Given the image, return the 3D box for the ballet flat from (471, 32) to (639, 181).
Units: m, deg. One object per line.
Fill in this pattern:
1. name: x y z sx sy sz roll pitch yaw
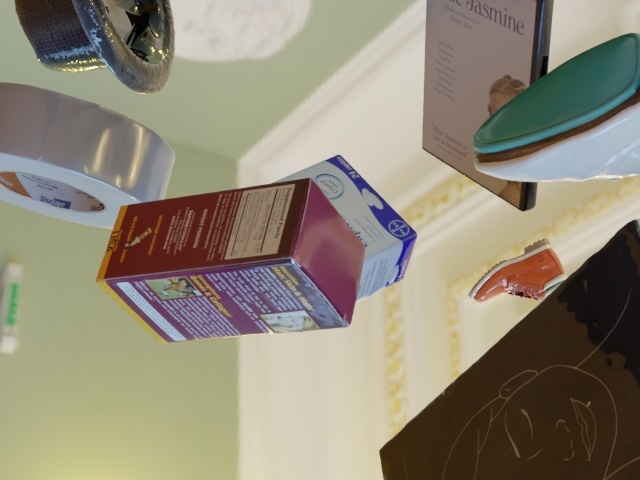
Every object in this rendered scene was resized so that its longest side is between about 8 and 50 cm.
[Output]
1. ballet flat: 0.307 -0.129 1.059 0.400 0.139 0.139 -33 -130 35

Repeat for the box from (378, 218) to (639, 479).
1. box: 0.320 0.319 1.214 0.472 0.297 0.480 -48 -141 42

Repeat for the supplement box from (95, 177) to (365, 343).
1. supplement box: -0.072 0.020 1.029 0.188 0.104 0.081 -7 -127 28

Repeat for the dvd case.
1. dvd case: 0.174 -0.175 1.362 0.180 0.022 0.253 38 -40 44

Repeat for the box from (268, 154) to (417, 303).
1. box: 0.000 0.000 1.228 0.126 0.137 0.072 47 -35 26

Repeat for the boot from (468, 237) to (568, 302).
1. boot: 0.315 0.069 2.005 0.085 0.158 0.059 60 -3 19

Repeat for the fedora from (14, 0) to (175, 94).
1. fedora: -0.330 -0.337 1.771 0.152 0.334 0.334 -16 -123 14

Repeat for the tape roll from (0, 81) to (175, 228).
1. tape roll: -0.258 -0.079 1.249 0.219 0.219 0.072 -12 -120 59
